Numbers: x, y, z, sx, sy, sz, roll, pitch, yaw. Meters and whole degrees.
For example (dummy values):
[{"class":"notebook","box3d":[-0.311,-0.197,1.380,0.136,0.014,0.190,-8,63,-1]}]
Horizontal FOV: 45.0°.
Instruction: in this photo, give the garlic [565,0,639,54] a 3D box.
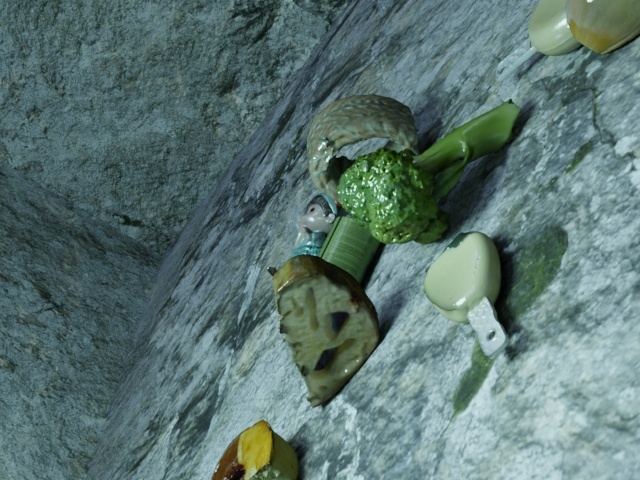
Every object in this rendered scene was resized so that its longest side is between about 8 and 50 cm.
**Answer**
[{"class":"garlic","box3d":[0.454,-0.396,1.124,0.245,0.145,0.164,-56,-14,-1]}]

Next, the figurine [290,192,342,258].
[{"class":"figurine","box3d":[0.000,0.000,1.689,0.138,0.110,0.245,-15,48,52]}]

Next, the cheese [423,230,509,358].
[{"class":"cheese","box3d":[0.209,0.081,1.055,0.127,0.054,0.251,-51,19,19]}]

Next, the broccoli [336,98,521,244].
[{"class":"broccoli","box3d":[0.180,-0.090,1.312,0.302,0.186,0.254,-18,-3,-24]}]

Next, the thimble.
[{"class":"thimble","box3d":[0.086,-0.186,1.599,0.148,0.229,0.196,-94,-1,-51]}]

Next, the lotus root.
[{"class":"lotus root","box3d":[0.012,0.143,1.289,0.170,0.261,0.074,-23,23,3]}]

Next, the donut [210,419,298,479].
[{"class":"donut","box3d":[-0.109,0.396,1.324,0.217,0.085,0.141,-42,22,38]}]

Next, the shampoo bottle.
[{"class":"shampoo bottle","box3d":[0.065,-0.001,1.506,0.101,0.101,0.284,-20,41,63]}]

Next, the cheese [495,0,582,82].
[{"class":"cheese","box3d":[0.393,-0.371,1.305,0.249,0.070,0.163,-24,37,62]}]
